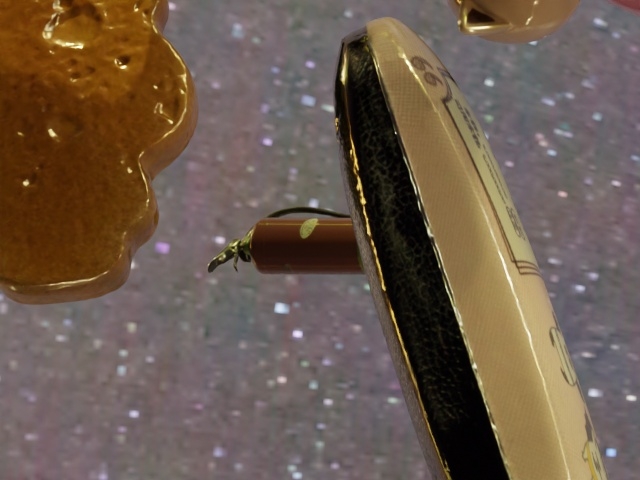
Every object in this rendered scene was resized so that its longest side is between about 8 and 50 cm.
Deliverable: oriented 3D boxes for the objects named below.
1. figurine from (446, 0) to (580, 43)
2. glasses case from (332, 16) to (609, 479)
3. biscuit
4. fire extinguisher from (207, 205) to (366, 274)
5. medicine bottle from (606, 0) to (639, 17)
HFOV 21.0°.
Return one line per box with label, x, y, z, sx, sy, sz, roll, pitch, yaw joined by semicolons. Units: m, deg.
figurine;0.156;-0.222;1.424;0.125;0.138;0.125;169;-90;-76
glasses case;0.071;0.049;0.778;0.075;0.122;0.314;-19;-102;6
biscuit;-0.168;-0.100;1.054;0.186;0.044;0.295;-4;-113;0
fire extinguisher;0.000;0.000;1.299;0.157;0.078;0.045;-1;-55;19
medicine bottle;0.217;-0.095;0.386;0.325;0.212;0.212;27;-78;13
